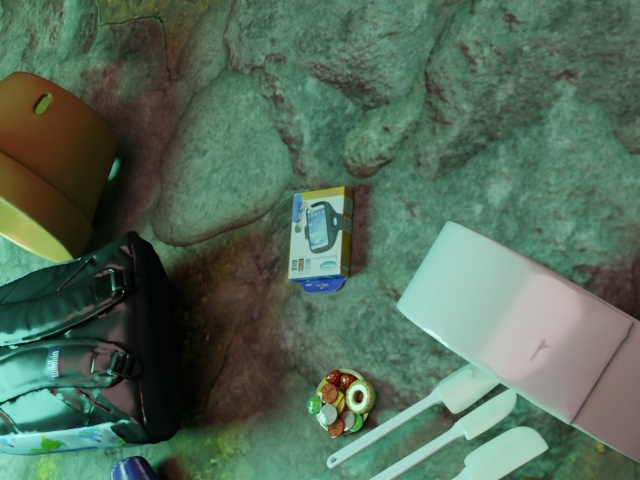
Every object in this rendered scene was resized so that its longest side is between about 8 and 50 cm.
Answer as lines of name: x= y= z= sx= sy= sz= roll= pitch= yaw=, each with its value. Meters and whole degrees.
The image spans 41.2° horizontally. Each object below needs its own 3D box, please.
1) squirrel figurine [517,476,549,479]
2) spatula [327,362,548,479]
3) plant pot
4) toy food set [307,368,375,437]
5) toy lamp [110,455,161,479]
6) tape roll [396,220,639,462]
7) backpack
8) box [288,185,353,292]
squirrel figurine: x=0.181 y=0.428 z=0.747 sx=0.397 sy=0.281 sz=0.370 roll=-108 pitch=40 yaw=-60
spatula: x=0.115 y=0.228 z=0.924 sx=0.242 sy=0.019 sz=0.168 roll=-36 pitch=34 yaw=12
plant pot: x=-0.452 y=-0.122 z=1.319 sx=0.291 sy=0.291 sz=0.203 roll=15 pitch=67 yaw=36
toy food set: x=0.026 y=0.198 z=1.042 sx=0.083 sy=0.020 sz=0.083 roll=32 pitch=93 yaw=36
toy lamp: x=-0.204 y=0.407 z=1.090 sx=0.080 sy=0.080 sz=0.275 roll=-38 pitch=60 yaw=17
tape roll: x=0.215 y=0.093 z=0.792 sx=0.286 sy=0.286 sz=0.100 roll=34 pitch=93 yaw=36
backpack: x=-0.372 y=0.176 z=1.189 sx=0.355 sy=0.273 sz=0.290 roll=-13 pitch=68 yaw=6
box: x=0.000 y=0.000 z=1.121 sx=0.081 sy=0.028 sz=0.136 roll=-7 pitch=69 yaw=31
